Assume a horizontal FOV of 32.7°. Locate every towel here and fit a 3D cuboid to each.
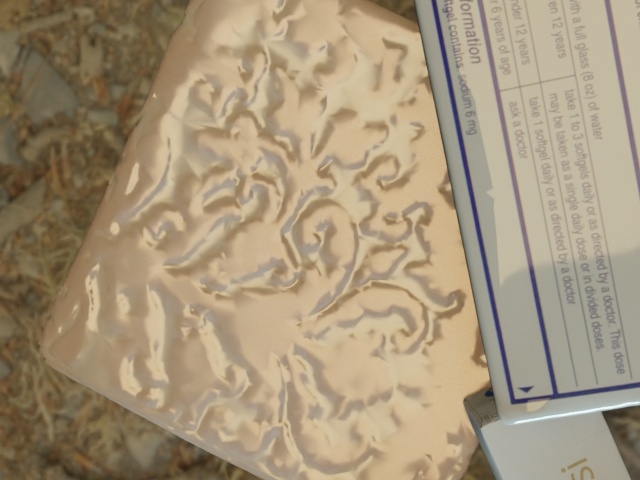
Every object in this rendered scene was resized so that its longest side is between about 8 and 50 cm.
[{"bbox_3d":[0.000,0.000,0.758,0.316,0.053,0.332,26,94,10],"label":"towel"}]

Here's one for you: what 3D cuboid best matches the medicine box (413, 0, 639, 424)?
[{"bbox_3d":[0.215,-0.063,0.598,0.289,0.149,0.264,-11,96,12],"label":"medicine box"}]

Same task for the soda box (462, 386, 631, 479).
[{"bbox_3d":[0.169,0.189,0.687,0.073,0.069,0.216,-25,97,1],"label":"soda box"}]
